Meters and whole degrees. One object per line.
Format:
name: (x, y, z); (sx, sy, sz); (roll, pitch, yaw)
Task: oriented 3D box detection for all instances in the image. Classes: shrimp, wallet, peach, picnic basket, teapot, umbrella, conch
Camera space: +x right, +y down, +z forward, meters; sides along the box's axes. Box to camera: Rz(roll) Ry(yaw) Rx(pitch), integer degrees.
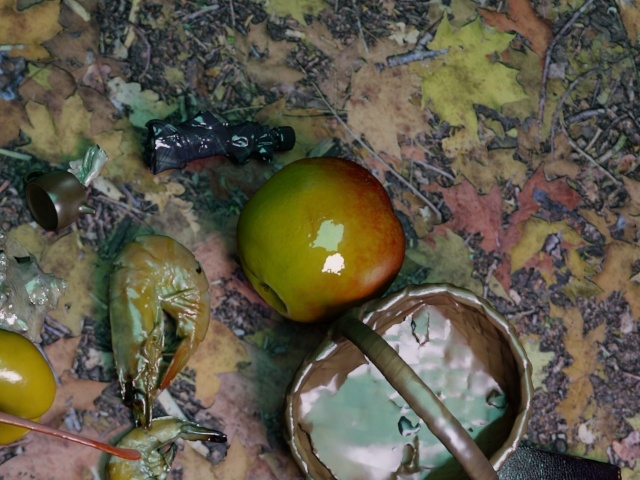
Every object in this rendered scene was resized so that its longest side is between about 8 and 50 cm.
shrimp: (-0.218, 0.122, 1.827); (0.145, 0.061, 0.267); (13, 65, -26)
wallet: (0.310, 0.403, 1.917); (0.262, 0.071, 0.221); (14, 67, -22)
shrimp: (-0.169, 0.309, 1.785); (0.217, 0.051, 0.150); (25, 58, -6)
peach: (-0.412, 0.178, 1.675); (0.179, 0.179, 0.103); (17, 43, -14)
picnic basket: (0.119, 0.207, 1.741); (0.337, 0.337, 0.293); (-39, 87, -27)
teapot: (-0.351, -0.062, 1.836); (0.121, 0.076, 0.068); (36, 48, 28)
umbrella: (-0.143, -0.146, 1.944); (0.224, 0.080, 0.071); (-5, 39, -25)
conch: (-0.446, 0.055, 1.742); (0.245, 0.163, 0.178); (-10, 38, -8)
peach: (0.000, 0.000, 1.866); (0.230, 0.231, 0.231); (6, 70, -18)

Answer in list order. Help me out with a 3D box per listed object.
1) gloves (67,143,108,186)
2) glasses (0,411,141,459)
gloves: (-0.315, -0.102, 1.877); (0.081, 0.037, 0.044); (-35, 49, -11)
glasses: (-0.361, 0.313, 1.625); (0.268, 0.118, 0.234); (14, 109, -13)
